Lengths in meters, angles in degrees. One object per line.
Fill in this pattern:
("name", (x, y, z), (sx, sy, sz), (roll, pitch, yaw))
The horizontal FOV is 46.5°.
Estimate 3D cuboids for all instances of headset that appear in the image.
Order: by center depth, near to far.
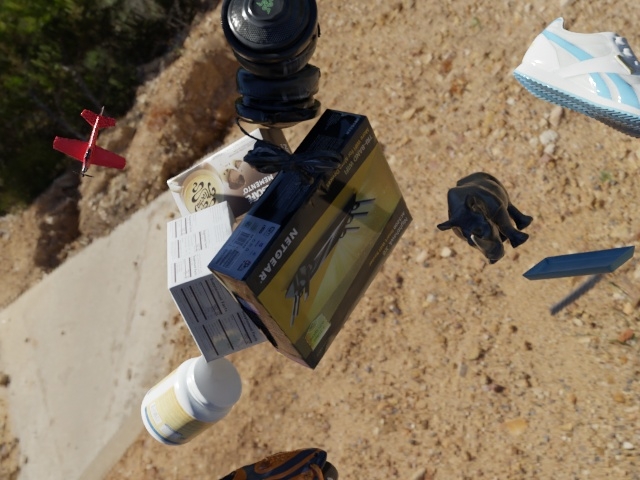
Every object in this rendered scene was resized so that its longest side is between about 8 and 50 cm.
("headset", (-0.038, -0.249, 1.053), (0.185, 0.243, 0.394), (5, 54, 6))

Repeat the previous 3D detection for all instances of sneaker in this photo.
("sneaker", (0.342, -0.185, 0.862), (0.228, 0.087, 0.092), (33, 94, 27))
("sneaker", (-0.007, 0.337, 0.912), (0.321, 0.180, 0.125), (11, 113, 37))

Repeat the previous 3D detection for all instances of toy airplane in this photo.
("toy airplane", (-0.463, -0.200, 1.519), (0.028, 0.151, 0.151), (-132, 66, -80))

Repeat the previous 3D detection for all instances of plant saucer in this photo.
("plant saucer", (0.409, 0.039, 1.189), (0.018, 0.067, 0.192), (63, 154, -7))

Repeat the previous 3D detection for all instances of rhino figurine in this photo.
("rhino figurine", (0.196, -0.027, 0.909), (0.073, 0.243, 0.106), (-43, 88, 22))

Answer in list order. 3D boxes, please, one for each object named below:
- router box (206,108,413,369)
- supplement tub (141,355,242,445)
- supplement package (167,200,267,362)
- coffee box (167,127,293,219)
("router box", (0.000, 0.000, 1.108), (0.081, 0.243, 0.309), (19, 64, 37))
("supplement tub", (-0.274, 0.338, 1.592), (0.199, 0.144, 0.144), (-39, 53, 35))
("supplement package", (-0.215, 0.081, 1.558), (0.145, 0.204, 0.262), (-20, 32, 1))
("coffee box", (-0.204, -0.137, 1.826), (0.297, 0.119, 0.168), (-25, 87, 25))
